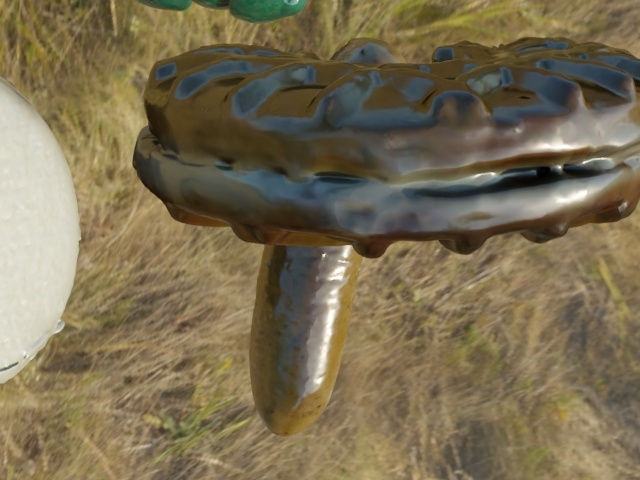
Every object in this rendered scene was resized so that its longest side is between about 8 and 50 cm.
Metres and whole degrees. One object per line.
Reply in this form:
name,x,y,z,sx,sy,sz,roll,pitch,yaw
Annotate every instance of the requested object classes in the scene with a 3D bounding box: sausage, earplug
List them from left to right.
earplug,-0.148,-0.370,1.584,0.280,0.257,0.164,30,45,13
sausage,-0.002,0.000,1.350,0.136,0.123,0.500,8,98,-50

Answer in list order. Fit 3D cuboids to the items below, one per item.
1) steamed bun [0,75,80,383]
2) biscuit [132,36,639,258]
steamed bun,-0.439,-0.013,1.140,0.374,0.241,0.374,5,84,-61
biscuit,0.068,-0.069,0.734,0.366,0.268,0.115,-6,107,-15
